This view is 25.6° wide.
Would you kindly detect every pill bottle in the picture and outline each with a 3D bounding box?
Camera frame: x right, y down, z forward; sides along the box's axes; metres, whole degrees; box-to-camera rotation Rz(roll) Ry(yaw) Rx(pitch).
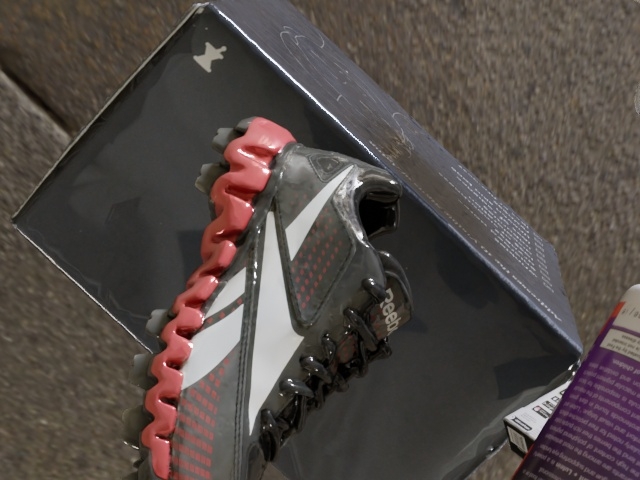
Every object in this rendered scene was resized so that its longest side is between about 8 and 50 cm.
[{"bbox_3d":[0.164,0.130,0.753,0.108,0.108,0.193,32,83,12],"label":"pill bottle"}]

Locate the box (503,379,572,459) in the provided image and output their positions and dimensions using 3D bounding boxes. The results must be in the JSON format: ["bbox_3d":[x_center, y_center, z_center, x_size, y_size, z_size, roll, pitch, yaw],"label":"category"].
[{"bbox_3d":[0.251,0.172,1.124,0.114,0.207,0.036,-25,118,-18],"label":"box"}]

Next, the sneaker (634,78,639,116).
[{"bbox_3d":[0.325,-0.173,0.915,0.137,0.366,0.210,27,54,-2],"label":"sneaker"}]

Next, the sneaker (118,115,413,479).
[{"bbox_3d":[-0.022,0.056,0.780,0.135,0.098,0.276,10,59,10],"label":"sneaker"}]

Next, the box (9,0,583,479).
[{"bbox_3d":[0.000,0.000,1.497,0.480,0.472,0.297,43,100,-3],"label":"box"}]

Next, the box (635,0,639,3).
[{"bbox_3d":[0.359,-0.353,1.386,0.126,0.232,0.149,20,68,-16],"label":"box"}]
